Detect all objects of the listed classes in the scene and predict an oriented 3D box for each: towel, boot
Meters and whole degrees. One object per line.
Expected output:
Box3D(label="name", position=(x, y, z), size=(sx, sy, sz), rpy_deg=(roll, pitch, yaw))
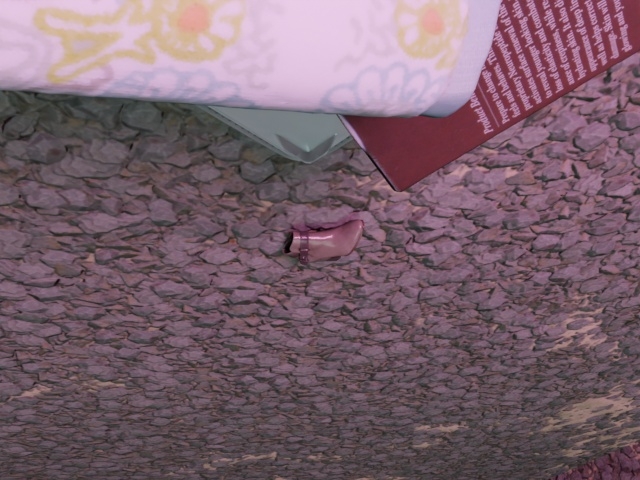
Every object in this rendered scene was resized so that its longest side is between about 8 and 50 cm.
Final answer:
Box3D(label="towel", position=(-0.043, -0.252, 0.332), size=(0.320, 0.375, 0.090), rpy_deg=(-2, -170, -30))
Box3D(label="boot", position=(0.000, 0.000, 1.035), size=(0.086, 0.042, 0.118), rpy_deg=(10, 144, -22))

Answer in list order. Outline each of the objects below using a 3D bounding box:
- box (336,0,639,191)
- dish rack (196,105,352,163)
Box3D(label="box", position=(0.164, -0.220, 0.549), size=(0.381, 0.143, 0.191), rpy_deg=(-31, 140, 11))
Box3D(label="dish rack", position=(-0.025, -0.194, 0.693), size=(0.285, 0.072, 0.332), rpy_deg=(-29, 141, 32))
